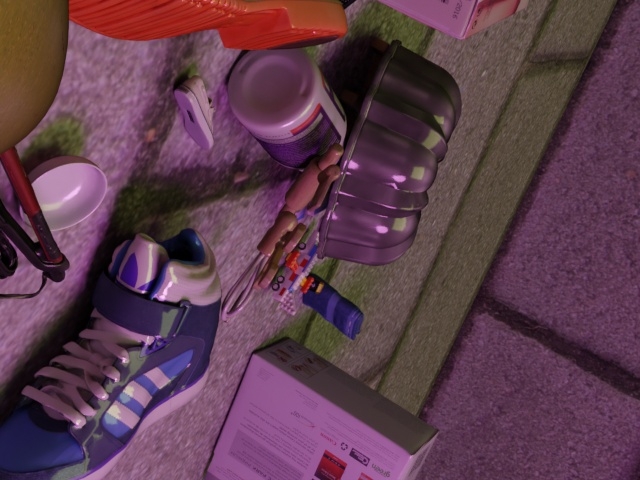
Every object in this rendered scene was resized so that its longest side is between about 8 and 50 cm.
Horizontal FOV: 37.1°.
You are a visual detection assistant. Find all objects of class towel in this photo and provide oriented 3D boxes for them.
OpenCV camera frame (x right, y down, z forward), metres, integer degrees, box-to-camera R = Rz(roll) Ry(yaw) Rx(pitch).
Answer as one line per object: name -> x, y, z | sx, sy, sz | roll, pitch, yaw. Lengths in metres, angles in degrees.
towel -> 0.020, 0.110, 1.590 | 0.029, 0.119, 0.067 | -33, 149, -33

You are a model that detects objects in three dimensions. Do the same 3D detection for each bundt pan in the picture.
bundt pan -> 0.107, -0.107, 1.346 | 0.331, 0.124, 0.331 | 21, 90, -84

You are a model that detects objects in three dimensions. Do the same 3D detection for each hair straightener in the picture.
hair straightener -> -0.279, -0.015, 0.813 | 0.089, 0.047, 0.230 | -19, 150, -9

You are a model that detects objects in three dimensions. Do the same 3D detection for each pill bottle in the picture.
pill bottle -> -0.030, -0.147, 1.130 | 0.108, 0.108, 0.193 | -58, 160, -5

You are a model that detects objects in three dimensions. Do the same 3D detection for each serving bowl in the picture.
serving bowl -> -0.237, -0.047, 0.866 | 0.083, 0.027, 0.083 | -27, 149, -18

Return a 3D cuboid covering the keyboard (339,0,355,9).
keyboard -> 0.013, -0.291, 1.142 | 0.192, 0.038, 0.100 | -46, 155, -37

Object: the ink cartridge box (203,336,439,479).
ink cartridge box -> -0.008, 0.360, 1.585 | 0.130, 0.309, 0.272 | -17, 134, -62

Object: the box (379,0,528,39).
box -> 0.200, -0.380, 1.305 | 0.232, 0.148, 0.127 | -34, 148, -50

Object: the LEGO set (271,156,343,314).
LEGO set -> 0.000, 0.000, 1.477 | 0.182, 0.060, 0.244 | -32, 142, -52

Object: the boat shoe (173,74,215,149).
boat shoe -> -0.127, -0.137, 1.019 | 0.035, 0.035, 0.100 | -49, 151, -21

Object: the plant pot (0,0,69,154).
plant pot -> -0.238, -0.129, 0.479 | 0.275, 0.274, 0.293 | -59, 175, -4

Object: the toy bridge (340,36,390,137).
toy bridge -> 0.049, -0.196, 1.371 | 0.188, 0.026, 0.063 | -61, 161, -2

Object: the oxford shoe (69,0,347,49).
oxford shoe -> -0.111, -0.248, 0.837 | 0.363, 0.130, 0.133 | -9, 93, -57

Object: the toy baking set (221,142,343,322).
toy baking set -> -0.053, -0.004, 1.110 | 0.197, 0.030, 0.256 | -60, -172, -34

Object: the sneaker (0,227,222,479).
sneaker -> -0.228, 0.106, 0.999 | 0.323, 0.130, 0.236 | -32, 138, -47
